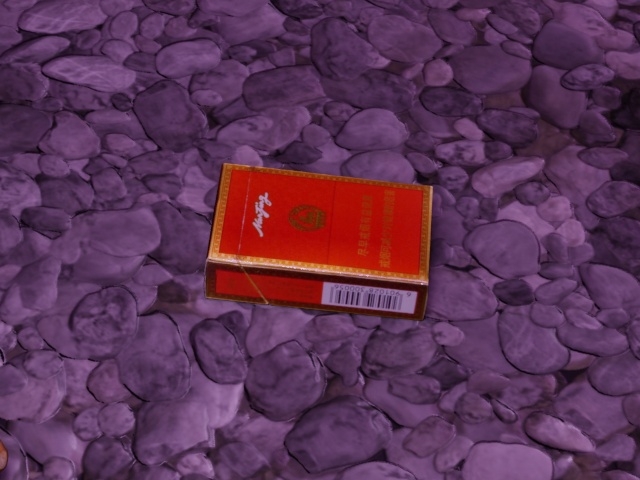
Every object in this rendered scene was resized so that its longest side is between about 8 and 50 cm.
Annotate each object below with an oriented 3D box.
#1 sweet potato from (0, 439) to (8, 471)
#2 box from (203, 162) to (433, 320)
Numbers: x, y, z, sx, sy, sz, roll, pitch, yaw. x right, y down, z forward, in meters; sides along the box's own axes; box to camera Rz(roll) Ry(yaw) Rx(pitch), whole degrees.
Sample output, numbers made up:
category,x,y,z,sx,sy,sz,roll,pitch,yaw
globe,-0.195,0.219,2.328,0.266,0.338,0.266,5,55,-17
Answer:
category,x,y,z,sx,sy,sz,roll,pitch,yaw
sweet potato,-0.457,0.160,1.647,0.355,0.095,0.106,17,3,8
box,0.000,0.001,1.855,0.240,0.074,0.153,6,51,-1
